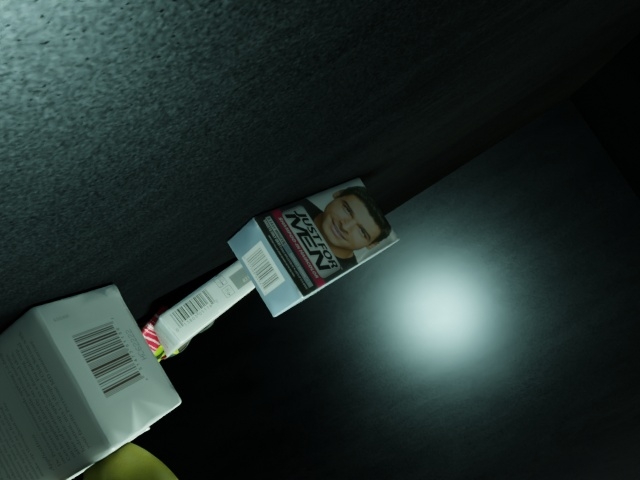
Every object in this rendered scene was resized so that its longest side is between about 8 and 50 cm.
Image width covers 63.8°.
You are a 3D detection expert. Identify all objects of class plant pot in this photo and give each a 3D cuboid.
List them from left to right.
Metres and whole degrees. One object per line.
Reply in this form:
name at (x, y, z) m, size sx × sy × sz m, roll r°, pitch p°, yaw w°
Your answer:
plant pot at (-0.283, 0.350, 0.738) m, size 0.134 × 0.095 × 0.134 m, roll -31°, pitch 174°, yaw -4°

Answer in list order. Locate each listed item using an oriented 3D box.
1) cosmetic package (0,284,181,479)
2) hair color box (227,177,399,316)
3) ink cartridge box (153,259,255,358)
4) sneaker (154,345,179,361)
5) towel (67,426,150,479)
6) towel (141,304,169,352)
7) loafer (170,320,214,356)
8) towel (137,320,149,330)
cosmetic package at (-0.472, 0.288, 0.839) m, size 0.453 × 0.230 × 0.161 m, roll -33°, pitch 175°, yaw 22°
hair color box at (0.000, 0.000, 1.143) m, size 0.113 × 0.186 × 0.374 m, roll -37°, pitch 173°, yaw 41°
ink cartridge box at (-0.317, 0.184, 1.425) m, size 0.308 × 0.091 × 0.385 m, roll -38°, pitch -179°, yaw -30°
sneaker at (-0.593, 0.375, 1.826) m, size 0.123 × 0.110 × 0.295 m, roll -11°, pitch 179°, yaw 9°
towel at (-0.518, 0.356, 1.141) m, size 0.237 × 0.037 × 0.329 m, roll -32°, pitch -141°, yaw -13°
towel at (-0.486, 0.302, 1.389) m, size 0.275 × 0.031 × 0.199 m, roll -52°, pitch 172°, yaw -18°
loafer at (-0.544, 0.360, 2.035) m, size 0.267 × 0.096 × 0.084 m, roll -39°, pitch 155°, yaw 5°
towel at (-0.527, 0.262, 1.410) m, size 0.110 × 0.027 × 0.148 m, roll -33°, pitch 175°, yaw -1°
